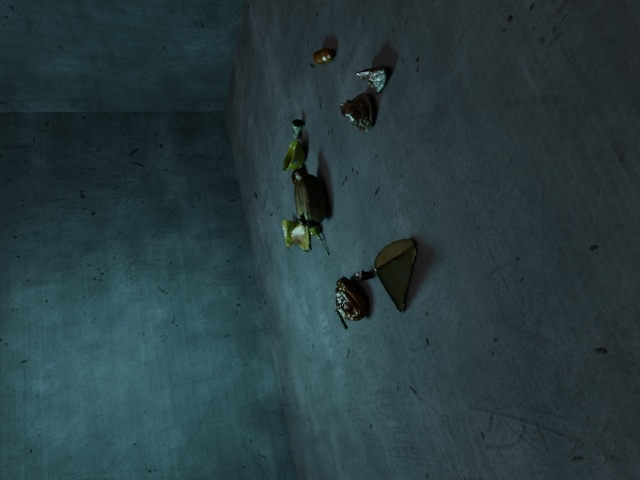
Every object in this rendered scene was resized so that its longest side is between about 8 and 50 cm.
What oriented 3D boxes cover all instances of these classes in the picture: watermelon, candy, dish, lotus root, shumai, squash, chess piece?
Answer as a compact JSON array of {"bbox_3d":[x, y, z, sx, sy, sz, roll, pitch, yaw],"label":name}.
[{"bbox_3d":[0.194,-0.580,1.563,0.155,0.080,0.101,3,109,53],"label":"watermelon"},{"bbox_3d":[0.000,0.000,2.258,0.194,0.062,0.058,61,153,23],"label":"candy"},{"bbox_3d":[-0.135,-0.451,2.379,0.149,0.080,0.208,-98,30,-43],"label":"dish"},{"bbox_3d":[-0.054,-0.215,2.181,0.173,0.173,0.309,156,105,-68],"label":"lotus root"},{"bbox_3d":[0.134,-0.493,1.663,0.145,0.116,0.146,172,90,-70],"label":"shumai"},{"bbox_3d":[0.296,0.125,1.576,0.252,0.169,0.093,56,179,-35],"label":"squash"},{"bbox_3d":[-0.126,-0.599,2.367,0.103,0.067,0.067,102,153,-57],"label":"chess piece"},{"bbox_3d":[-0.142,-0.031,2.561,0.297,0.081,0.187,9,105,56],"label":"candy"}]

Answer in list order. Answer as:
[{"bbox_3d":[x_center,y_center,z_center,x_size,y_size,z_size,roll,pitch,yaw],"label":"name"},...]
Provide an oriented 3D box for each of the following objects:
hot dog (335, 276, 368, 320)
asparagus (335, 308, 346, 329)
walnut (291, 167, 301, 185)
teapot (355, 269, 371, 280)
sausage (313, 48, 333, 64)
[{"bbox_3d":[0.127,0.256,1.943,0.227,0.099,0.161,-130,39,-59],"label":"hot dog"},{"bbox_3d":[0.100,0.387,2.153,0.015,0.018,0.127,-47,43,17],"label":"asparagus"},{"bbox_3d":[-0.113,-0.349,2.415,0.091,0.052,0.121,-33,57,38],"label":"walnut"},{"bbox_3d":[0.179,0.144,1.820,0.100,0.067,0.045,28,-126,-75],"label":"teapot"},{"bbox_3d":[0.014,-0.824,1.952,0.062,0.054,0.183,56,167,-25],"label":"sausage"}]
